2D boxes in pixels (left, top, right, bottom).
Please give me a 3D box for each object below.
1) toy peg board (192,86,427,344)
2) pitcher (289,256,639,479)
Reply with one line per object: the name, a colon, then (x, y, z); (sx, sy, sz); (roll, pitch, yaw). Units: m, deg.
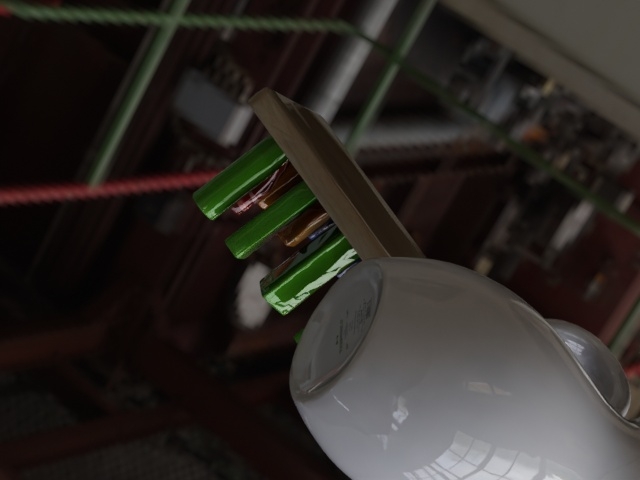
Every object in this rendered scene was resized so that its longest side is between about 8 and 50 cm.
toy peg board: (0.000, 0.000, 1.180); (0.161, 0.079, 0.160); (55, -172, 9)
pitcher: (0.090, 0.079, 1.010); (0.207, 0.125, 0.178); (31, -149, -21)
